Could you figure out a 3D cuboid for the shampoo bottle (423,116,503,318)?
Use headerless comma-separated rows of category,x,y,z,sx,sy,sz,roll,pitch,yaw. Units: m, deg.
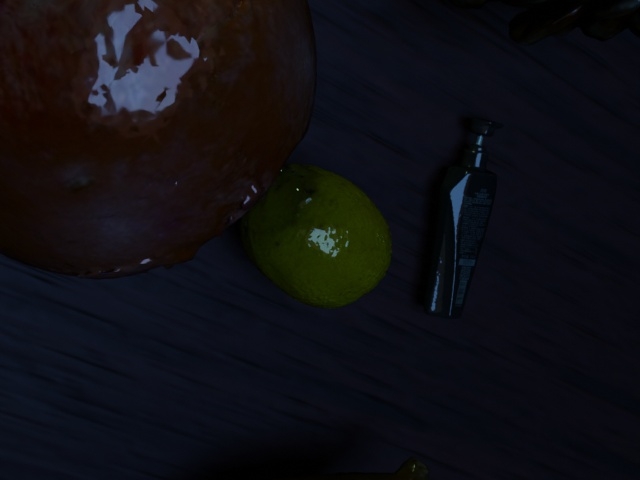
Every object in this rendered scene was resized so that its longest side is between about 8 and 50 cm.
shampoo bottle,0.097,-0.015,0.771,0.048,0.027,0.137,2,103,-42

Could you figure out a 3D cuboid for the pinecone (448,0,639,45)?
pinecone,0.159,-0.243,0.625,0.244,0.244,0.309,-28,107,-19

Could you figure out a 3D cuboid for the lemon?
lemon,0.000,0.000,0.692,0.111,0.082,0.082,40,83,-31

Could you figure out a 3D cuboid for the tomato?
tomato,-0.107,-0.090,0.540,0.208,0.208,0.184,-42,117,-12

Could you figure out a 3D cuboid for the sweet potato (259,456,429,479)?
sweet potato,-0.083,0.231,0.697,0.359,0.112,0.112,-30,116,-15
